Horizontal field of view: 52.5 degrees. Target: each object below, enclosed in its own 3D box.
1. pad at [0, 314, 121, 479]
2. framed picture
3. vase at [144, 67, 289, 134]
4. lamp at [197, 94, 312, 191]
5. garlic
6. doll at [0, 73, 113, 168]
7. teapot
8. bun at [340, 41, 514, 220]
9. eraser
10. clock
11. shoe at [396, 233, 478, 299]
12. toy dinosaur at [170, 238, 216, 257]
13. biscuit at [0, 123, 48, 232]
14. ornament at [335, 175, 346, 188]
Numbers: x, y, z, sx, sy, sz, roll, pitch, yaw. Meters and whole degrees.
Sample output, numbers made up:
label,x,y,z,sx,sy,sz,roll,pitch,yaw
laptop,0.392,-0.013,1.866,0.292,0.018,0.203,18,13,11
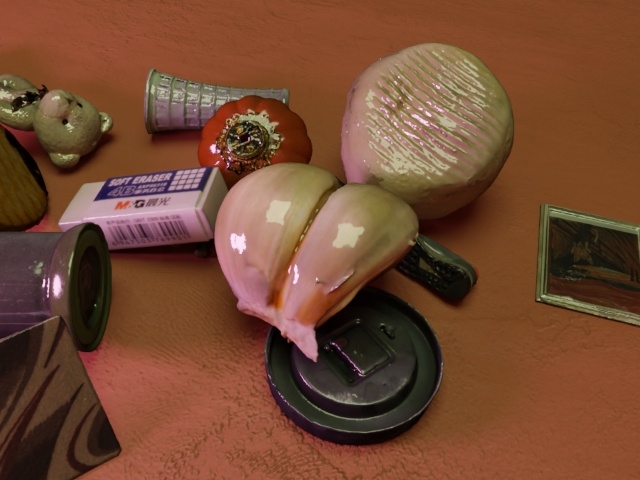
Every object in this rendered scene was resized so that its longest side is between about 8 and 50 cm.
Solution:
label,x,y,z,sx,sy,sz,roll,pitch,yaw
pad,-0.452,0.262,0.837,0.330,0.004,0.220,-25,95,-26
framed picture,0.522,0.037,1.232,0.216,0.016,0.273,13,46,8
vase,-0.219,-0.288,1.407,0.299,0.143,0.143,4,46,-4
lamp,-0.126,-0.170,1.256,0.223,0.196,0.223,-1,83,6
garlic,0.000,0.000,1.019,0.286,0.249,0.313,20,58,36
doll,-0.582,-0.279,1.336,0.278,0.149,0.175,27,58,7
teapot,-0.514,0.061,1.019,0.337,0.200,0.270,0,19,-2
bun,0.206,-0.203,1.259,0.326,0.234,0.362,14,71,17
eraser,-0.311,-0.055,1.156,0.279,0.081,0.124,-5,42,14
clock,0.050,0.187,1.020,0.280,0.055,0.281,2,45,-2
shoe,0.202,0.035,1.181,0.194,0.074,0.077,36,32,29
toy dinosaur,-0.202,-0.062,1.218,0.247,0.075,0.188,-17,50,9
biscuit,-0.624,-0.139,1.146,0.040,0.318,0.318,-38,48,15
ornament,0.044,-0.117,1.335,0.073,0.028,0.125,37,56,27
